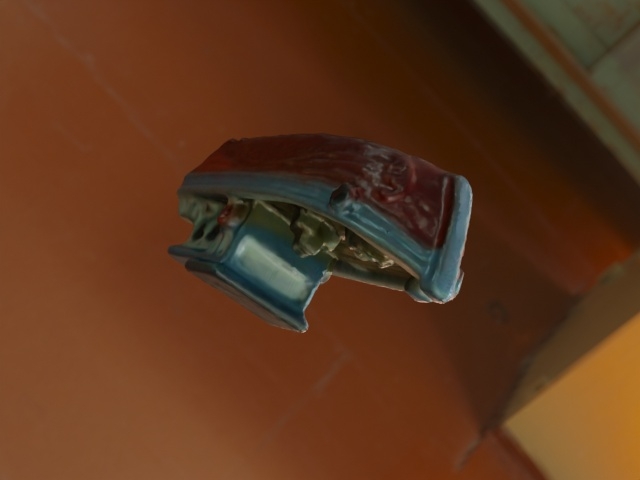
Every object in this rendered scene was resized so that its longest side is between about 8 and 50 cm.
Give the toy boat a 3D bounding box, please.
[{"bbox_3d":[0.000,0.000,0.649,0.069,0.173,0.059,35,74,-30],"label":"toy boat"}]
